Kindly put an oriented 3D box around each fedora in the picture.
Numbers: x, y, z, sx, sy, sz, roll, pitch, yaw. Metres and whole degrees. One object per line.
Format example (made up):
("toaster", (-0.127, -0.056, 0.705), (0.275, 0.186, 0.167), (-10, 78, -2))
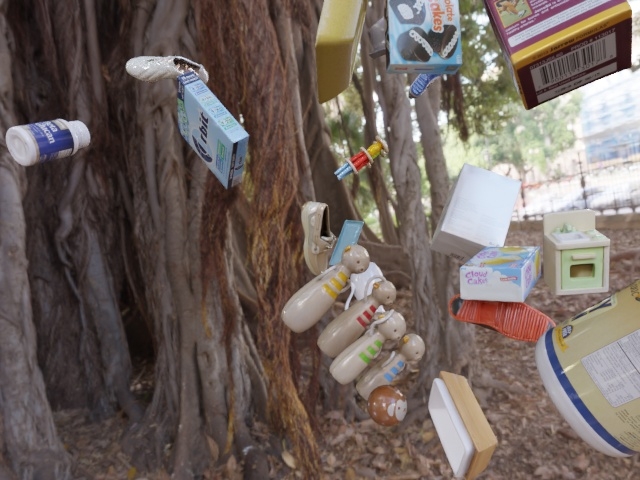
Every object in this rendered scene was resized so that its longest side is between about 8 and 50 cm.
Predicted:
("fedora", (0.286, -0.756, 1.642), (0.275, 0.124, 0.244), (-9, 24, 37))

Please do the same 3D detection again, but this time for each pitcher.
("pitcher", (0.159, 0.190, 1.708), (0.178, 0.207, 0.125), (3, -24, -29))

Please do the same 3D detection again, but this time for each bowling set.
("bowling set", (0.095, 0.157, 0.686), (0.154, 0.200, 0.287), (-44, -37, -1))

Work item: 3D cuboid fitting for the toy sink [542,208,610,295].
("toy sink", (0.784, 0.037, 1.417), (0.153, 0.234, 0.131), (-5, 16, 10))

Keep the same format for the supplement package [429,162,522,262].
("supplement package", (0.522, -0.081, 1.568), (0.199, 0.263, 0.198), (21, -17, 8))

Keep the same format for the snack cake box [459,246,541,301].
("snack cake box", (0.488, 0.084, 1.236), (0.152, 0.089, 0.264), (1, 11, 34))

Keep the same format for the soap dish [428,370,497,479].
("soap dish", (0.473, 0.620, 1.554), (0.118, 0.229, 0.291), (-10, 40, -7))

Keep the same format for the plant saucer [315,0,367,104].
("plant saucer", (0.063, -0.549, 1.147), (0.081, 0.333, 0.333), (11, -6, 3))

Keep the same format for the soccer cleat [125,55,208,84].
("soccer cleat", (-0.368, -0.414, 1.102), (0.196, 0.068, 0.076), (8, -14, -5))

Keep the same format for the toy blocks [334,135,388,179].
("toy blocks", (0.103, -0.209, 1.232), (0.148, 0.054, 0.123), (-35, -1, 1))

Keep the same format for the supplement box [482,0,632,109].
("supplement box", (0.237, -0.249, 0.489), (0.104, 0.188, 0.081), (-20, -32, 24))

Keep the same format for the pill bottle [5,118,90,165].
("pill bottle", (-0.666, -0.248, 1.140), (0.094, 0.094, 0.169), (-8, 18, 31))

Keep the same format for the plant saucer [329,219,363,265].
("plant saucer", (0.087, 0.011, 1.502), (0.067, 0.192, 0.018), (6, -37, 22))

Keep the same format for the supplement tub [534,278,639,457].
("supplement tub", (0.538, 0.178, 0.723), (0.228, 0.228, 0.316), (-12, -27, -52))

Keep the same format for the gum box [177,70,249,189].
("gum box", (-0.223, -0.220, 0.936), (0.041, 0.184, 0.157), (-34, -14, -28))

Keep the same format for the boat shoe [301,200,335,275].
("boat shoe", (0.000, 0.000, 1.736), (0.098, 0.302, 0.109), (7, 26, 28))

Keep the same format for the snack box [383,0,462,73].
("snack box", (0.263, -0.599, 1.205), (0.187, 0.322, 0.060), (-1, -7, -3))

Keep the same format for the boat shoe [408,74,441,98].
("boat shoe", (0.372, -0.578, 1.645), (0.183, 0.066, 0.066), (-45, 5, -12))

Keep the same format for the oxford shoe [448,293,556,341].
("oxford shoe", (0.487, 0.203, 1.227), (0.271, 0.097, 0.098), (16, -5, 39))
